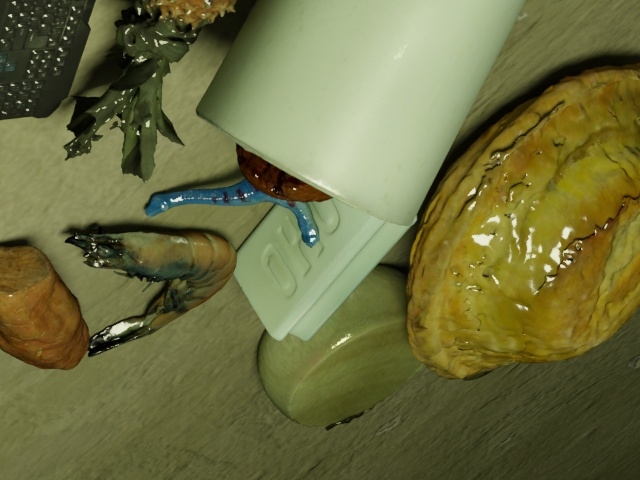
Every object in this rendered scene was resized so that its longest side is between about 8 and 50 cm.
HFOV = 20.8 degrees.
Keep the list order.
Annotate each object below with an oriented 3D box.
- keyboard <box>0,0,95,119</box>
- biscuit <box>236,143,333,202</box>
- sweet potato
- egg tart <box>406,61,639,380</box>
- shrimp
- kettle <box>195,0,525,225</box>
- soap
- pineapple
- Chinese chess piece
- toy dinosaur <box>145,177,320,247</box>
[{"bbox_3d":[-0.227,-0.192,1.430,0.106,0.016,0.262,-11,145,-35],"label":"keyboard"},{"bbox_3d":[0.009,-0.112,1.621,0.192,0.192,0.049,-32,141,-2],"label":"biscuit"},{"bbox_3d":[-0.278,0.072,1.715,0.097,0.097,0.252,-32,156,-2],"label":"sweet potato"},{"bbox_3d":[0.290,0.002,2.028,0.443,0.178,0.443,-32,145,-26],"label":"egg tart"},{"bbox_3d":[-0.206,0.057,1.804,0.198,0.051,0.262,-45,153,22],"label":"shrimp"},{"bbox_3d":[0.071,-0.191,1.457,0.265,0.205,0.318,17,101,-56],"label":"kettle"},{"bbox_3d":[0.000,0.000,1.852,0.066,0.119,0.198,4,134,-49],"label":"soap"},{"bbox_3d":[-0.130,-0.171,1.450,0.119,0.130,0.277,1,140,-28],"label":"pineapple"},{"bbox_3d":[0.031,0.130,2.115,0.237,0.092,0.238,-26,151,-16],"label":"Chinese chess piece"},{"bbox_3d":[-0.011,-0.091,1.742,0.329,0.076,0.144,-38,119,11],"label":"toy dinosaur"}]
